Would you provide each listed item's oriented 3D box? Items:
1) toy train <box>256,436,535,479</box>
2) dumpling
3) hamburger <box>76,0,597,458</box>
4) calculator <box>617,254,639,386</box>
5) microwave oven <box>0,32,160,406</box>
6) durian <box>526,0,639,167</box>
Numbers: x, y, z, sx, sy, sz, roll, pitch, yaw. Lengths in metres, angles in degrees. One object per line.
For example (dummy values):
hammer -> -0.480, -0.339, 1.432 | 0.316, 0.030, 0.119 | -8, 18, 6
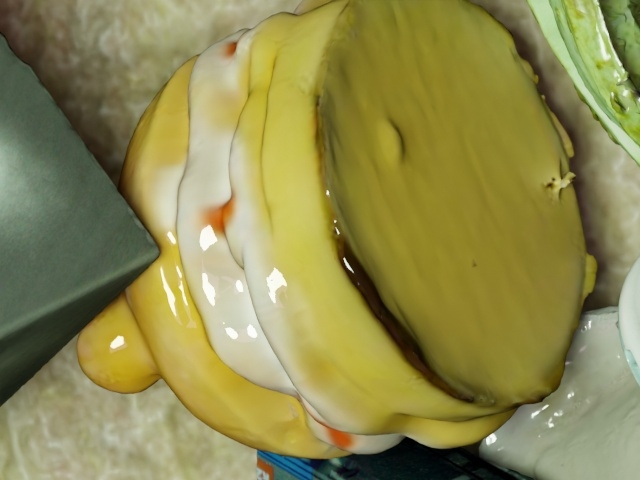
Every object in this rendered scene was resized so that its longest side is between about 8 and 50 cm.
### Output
toy train -> 0.123, 0.200, 1.080 | 0.409, 0.086, 0.089 | 27, 121, 43
dumpling -> 0.210, 0.180, 1.161 | 0.293, 0.163, 0.204 | 59, 139, 10
hamburger -> 0.000, 0.000, 1.127 | 0.237, 0.276, 0.276 | -22, 89, 36
calculator -> 0.308, 0.037, 1.120 | 0.295, 0.042, 0.184 | -13, 58, -17
microwave oven -> -0.349, 0.064, 1.071 | 0.432, 0.374, 0.236 | -40, 82, 42
durian -> 0.178, -0.186, 1.109 | 0.163, 0.198, 0.394 | -14, 83, 3
